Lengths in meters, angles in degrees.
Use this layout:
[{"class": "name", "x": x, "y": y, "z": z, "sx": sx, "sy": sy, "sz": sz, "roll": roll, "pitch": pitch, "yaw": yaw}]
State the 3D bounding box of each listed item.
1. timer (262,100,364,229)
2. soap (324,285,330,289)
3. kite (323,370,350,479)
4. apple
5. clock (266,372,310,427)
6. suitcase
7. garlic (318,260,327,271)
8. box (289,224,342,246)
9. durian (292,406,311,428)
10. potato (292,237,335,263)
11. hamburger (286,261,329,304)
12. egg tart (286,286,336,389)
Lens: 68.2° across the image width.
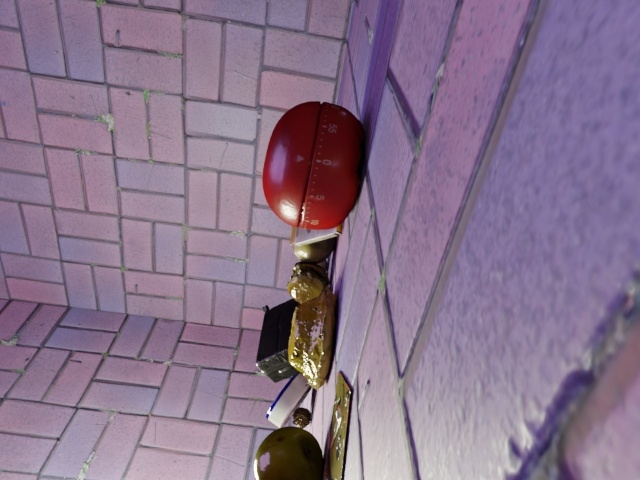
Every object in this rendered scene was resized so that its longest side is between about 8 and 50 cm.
[{"class": "timer", "x": -0.022, "y": -0.221, "z": 1.408, "sx": 0.378, "sy": 0.279, "sz": 0.377, "roll": -170, "pitch": 90, "yaw": -88}, {"class": "soap", "x": 0.015, "y": 0.236, "z": 1.744, "sx": 0.168, "sy": 0.033, "sz": 0.089, "roll": 102, "pitch": 180, "yaw": -50}, {"class": "kite", "x": 0.039, "y": 0.439, "z": 1.070, "sx": 0.377, "sy": 0.013, "sz": 0.327, "roll": -86, "pitch": 6, "yaw": -54}, {"class": "apple", "x": -0.079, "y": 0.597, "z": 1.264, "sx": 0.157, "sy": 0.196, "sz": 0.196, "roll": -42, "pitch": 22, "yaw": 23}, {"class": "clock", "x": -0.116, "y": 0.625, "z": 1.868, "sx": 0.230, "sy": 0.083, "sz": 0.230, "roll": -49, "pitch": -16, "yaw": -19}, {"class": "suitcase", "x": -0.125, "y": 0.379, "z": 1.902, "sx": 0.152, "sy": 0.230, "sz": 0.335, "roll": 54, "pitch": -161, "yaw": -26}, {"class": "garlic", "x": -0.019, "y": 0.110, "z": 2.050, "sx": 0.195, "sy": 0.101, "sz": 0.087, "roll": -106, "pitch": -8, "yaw": -66}, {"class": "box", "x": -0.014, "y": -0.058, "z": 1.718, "sx": 0.247, "sy": 0.033, "sz": 0.129, "roll": -15, "pitch": 61, "yaw": 43}, {"class": "durian", "x": -0.071, "y": 0.685, "z": 1.831, "sx": 0.091, "sy": 0.080, "sz": 0.080, "roll": 53, "pitch": -136, "yaw": -79}, {"class": "potato", "x": 0.000, "y": 0.000, "z": 1.824, "sx": 0.117, "sy": 0.182, "sz": 0.202, "roll": 7, "pitch": 64, "yaw": 55}, {"class": "hamburger", "x": -0.050, "y": 0.158, "z": 1.798, "sx": 0.184, "sy": 0.159, "sz": 0.131, "roll": 65, "pitch": -144, "yaw": -31}, {"class": "egg tart", "x": -0.031, "y": 0.309, "z": 1.528, "sx": 0.341, "sy": 0.132, "sz": 0.341, "roll": -171, "pitch": 90, "yaw": -86}]
